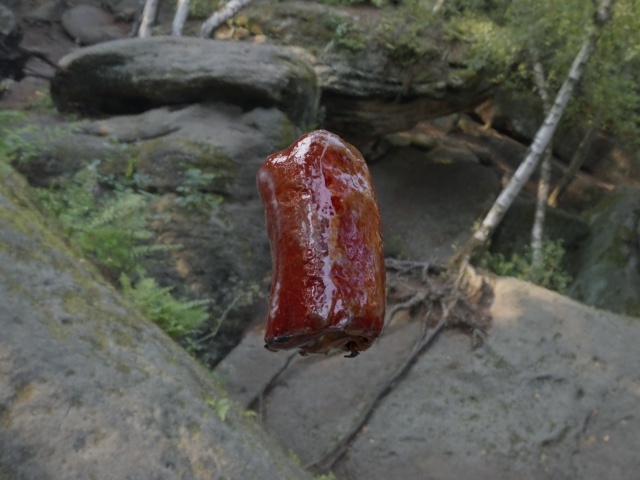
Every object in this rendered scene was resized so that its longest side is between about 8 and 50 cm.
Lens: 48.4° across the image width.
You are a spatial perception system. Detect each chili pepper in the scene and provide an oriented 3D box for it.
[{"bbox_3d":[0.000,0.000,0.399,0.073,0.070,0.123,-5,69,-6],"label":"chili pepper"}]
